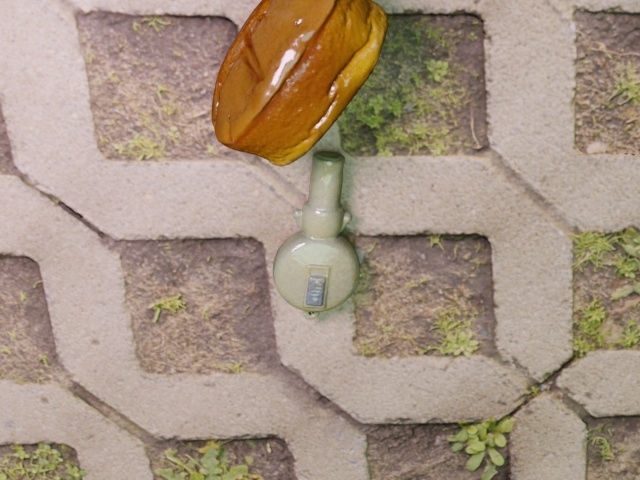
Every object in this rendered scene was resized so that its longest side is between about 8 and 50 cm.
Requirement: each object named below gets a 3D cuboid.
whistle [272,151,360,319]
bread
[{"bbox_3d":[0.000,0.000,1.747,0.126,0.067,0.258,4,113,-8],"label":"whistle"},{"bbox_3d":[-0.036,-0.225,1.565,0.143,0.195,0.269,32,105,-25],"label":"bread"}]
